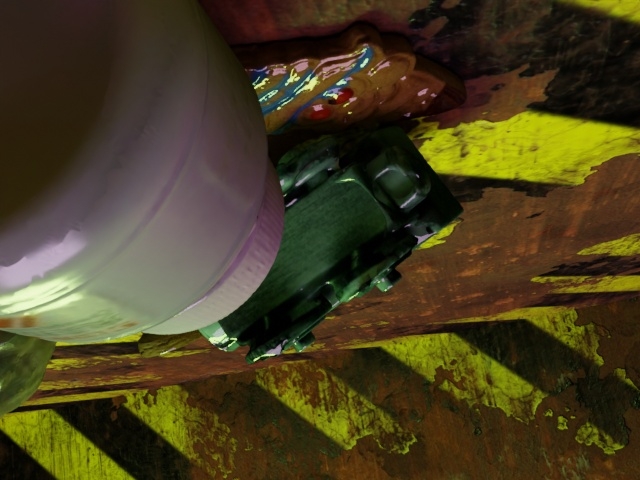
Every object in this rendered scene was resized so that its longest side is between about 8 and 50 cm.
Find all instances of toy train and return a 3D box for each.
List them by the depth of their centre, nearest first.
[{"bbox_3d":[0.000,0.000,0.827,0.299,0.166,0.238,-37,176,25],"label":"toy train"}]

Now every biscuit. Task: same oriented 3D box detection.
[{"bbox_3d":[0.020,-0.138,0.715,0.280,0.043,0.183,3,164,-29],"label":"biscuit"},{"bbox_3d":[-0.218,0.132,1.340,0.197,0.049,0.301,-20,-175,20],"label":"biscuit"}]

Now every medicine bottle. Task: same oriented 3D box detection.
[{"bbox_3d":[-0.153,-0.052,0.519,0.241,0.241,0.302,-12,164,9],"label":"medicine bottle"}]

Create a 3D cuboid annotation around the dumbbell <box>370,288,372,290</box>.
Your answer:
[{"bbox_3d":[0.036,0.003,1.113,0.110,0.110,0.254,-10,158,2],"label":"dumbbell"}]

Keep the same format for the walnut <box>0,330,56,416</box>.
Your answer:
[{"bbox_3d":[-0.432,0.088,0.827,0.277,0.253,0.282,6,159,-42],"label":"walnut"}]
